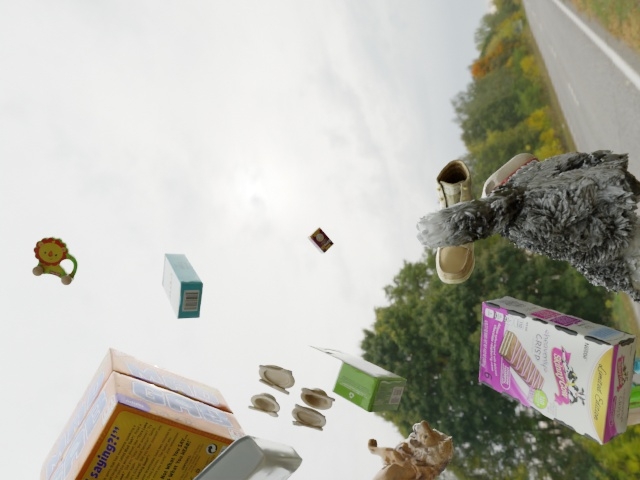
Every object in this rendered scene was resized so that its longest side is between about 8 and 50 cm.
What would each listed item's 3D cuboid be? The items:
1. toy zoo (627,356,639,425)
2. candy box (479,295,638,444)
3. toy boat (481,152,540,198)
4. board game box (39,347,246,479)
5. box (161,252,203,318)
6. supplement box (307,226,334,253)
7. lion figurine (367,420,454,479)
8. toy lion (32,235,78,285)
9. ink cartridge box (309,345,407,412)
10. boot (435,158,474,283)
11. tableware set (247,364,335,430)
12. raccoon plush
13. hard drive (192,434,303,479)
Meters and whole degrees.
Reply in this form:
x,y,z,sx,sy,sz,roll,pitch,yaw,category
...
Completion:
x,y,z,sx,sy,sz,roll,pitch,yaw,category
0.629,0.289,1.075,0.293,0.192,0.030,-118,24,-67,toy zoo
0.377,0.200,0.799,0.071,0.233,0.160,-8,-77,-31,candy box
0.508,-0.109,1.227,0.151,0.151,0.231,52,-173,18,toy boat
-0.454,0.552,1.237,0.356,0.356,0.357,32,-96,-27,board game box
-0.381,0.119,1.320,0.060,0.244,0.101,2,-74,-28,box
0.000,0.000,1.750,0.055,0.043,0.083,-45,-80,-15,supplement box
0.170,0.639,1.258,0.392,0.240,0.142,-42,-73,-30,lion figurine
-0.601,0.042,1.099,0.100,0.034,0.096,23,-87,-18,toy lion
0.096,0.402,1.423,0.188,0.255,0.097,24,-96,-53,ink cartridge box
0.323,-0.048,1.165,0.204,0.095,0.262,69,-146,-41,boot
-0.049,0.272,0.821,0.020,0.140,0.169,-67,-5,-46,tableware set
0.436,0.014,0.956,0.216,0.445,0.300,-70,-38,-64,raccoon plush
-0.146,0.395,0.719,0.233,0.047,0.353,-40,-22,-12,hard drive
